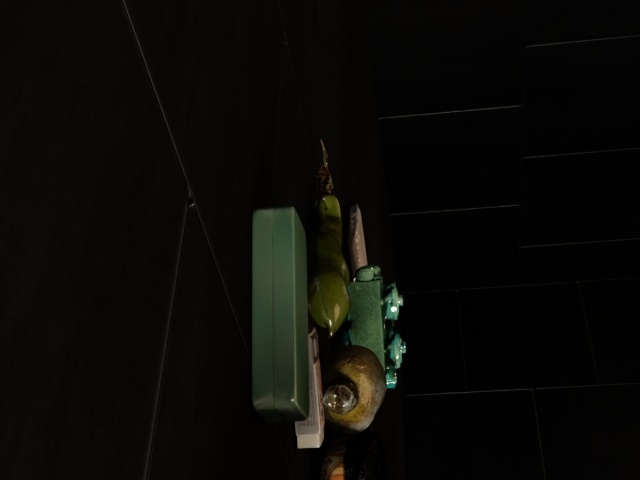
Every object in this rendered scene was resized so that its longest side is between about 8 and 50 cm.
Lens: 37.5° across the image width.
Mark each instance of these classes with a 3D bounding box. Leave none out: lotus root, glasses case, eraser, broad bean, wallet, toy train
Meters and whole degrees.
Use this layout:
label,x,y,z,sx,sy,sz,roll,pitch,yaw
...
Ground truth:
label,x,y,z,sx,sy,sz,roll,pitch,yaw
lotus root,0.037,0.189,1.189,0.192,0.088,0.113,30,62,-81
glasses case,0.044,0.308,1.184,0.321,0.082,0.122,31,56,-83
glasses case,-0.036,0.066,0.844,0.078,0.039,0.184,68,19,-67
eraser,-0.015,0.157,1.008,0.052,0.029,0.122,-18,103,-83
broad bean,0.003,0.008,1.163,0.318,0.056,0.098,-94,169,-49
wallet,0.071,0.033,1.803,0.124,0.031,0.183,-83,165,-58
toy train,0.075,0.145,1.478,0.154,0.107,0.198,89,-1,-69
